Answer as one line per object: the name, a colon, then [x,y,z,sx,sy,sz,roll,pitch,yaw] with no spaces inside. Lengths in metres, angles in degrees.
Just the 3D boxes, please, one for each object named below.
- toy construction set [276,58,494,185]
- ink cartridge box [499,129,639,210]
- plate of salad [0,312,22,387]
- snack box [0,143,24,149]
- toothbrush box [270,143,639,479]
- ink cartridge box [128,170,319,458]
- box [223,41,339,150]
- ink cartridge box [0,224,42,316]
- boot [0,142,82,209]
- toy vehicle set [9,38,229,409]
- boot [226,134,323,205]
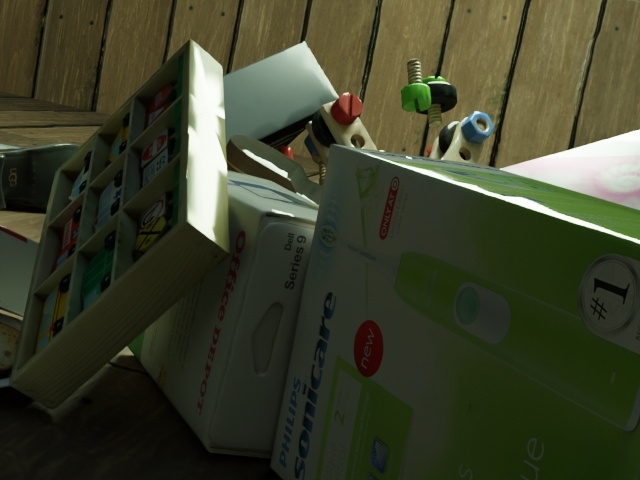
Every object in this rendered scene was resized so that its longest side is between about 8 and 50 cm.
toy construction set: [0.079,-0.048,1.369,0.308,0.237,0.257,-16,-20,36]
ink cartridge box: [0.250,0.028,0.795,0.330,0.071,0.324,-16,35,-15]
plate of salad: [-0.272,0.057,0.703,0.199,0.048,0.200,11,10,-2]
snack box: [-0.481,-0.120,1.557,0.100,0.037,0.141,12,9,1]
toothbrush box: [0.099,0.078,0.530,0.122,0.206,0.283,6,11,-28]
ink cartridge box: [-0.055,0.040,0.727,0.093,0.154,0.212,11,8,-24]
box: [-0.131,-0.147,1.396,0.261,0.103,0.184,-30,1,-35]
ink cartridge box: [-0.276,0.012,0.806,0.135,0.056,0.099,11,-15,42]
boot: [-0.444,-0.104,1.339,0.229,0.091,0.263,18,13,32]
toy vehicle set: [-0.135,-0.024,0.732,0.035,0.166,0.267,39,21,-27]
boot: [0.000,0.000,1.244,0.305,0.115,0.112,32,18,7]
